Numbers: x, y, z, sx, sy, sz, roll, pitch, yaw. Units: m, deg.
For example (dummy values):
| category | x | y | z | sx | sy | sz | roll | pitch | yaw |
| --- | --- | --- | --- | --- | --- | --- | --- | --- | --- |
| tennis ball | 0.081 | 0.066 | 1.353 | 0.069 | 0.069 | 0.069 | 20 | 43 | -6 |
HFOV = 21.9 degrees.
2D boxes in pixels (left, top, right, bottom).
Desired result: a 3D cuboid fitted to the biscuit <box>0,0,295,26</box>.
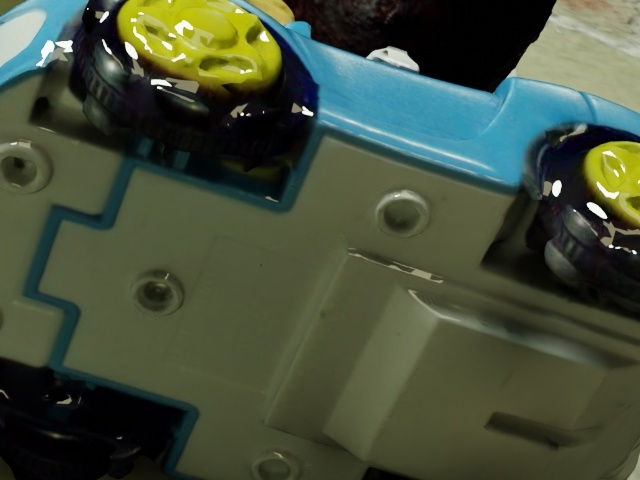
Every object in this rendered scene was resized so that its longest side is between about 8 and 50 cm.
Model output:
| category | x | y | z | sx | sy | sz | roll | pitch | yaw |
| --- | --- | --- | --- | --- | --- | --- | --- | --- | --- |
| biscuit | -0.123 | -0.067 | 0.655 | 0.234 | 0.153 | 0.030 | -14 | 46 | 12 |

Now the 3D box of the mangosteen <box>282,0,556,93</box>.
| category | x | y | z | sx | sy | sz | roll | pitch | yaw |
| --- | --- | --- | --- | --- | --- | --- | --- | --- | --- |
| mangosteen | -0.005 | -0.158 | 0.748 | 0.250 | 0.211 | 0.211 | 36 | 30 | -10 |

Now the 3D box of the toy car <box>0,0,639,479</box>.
| category | x | y | z | sx | sy | sz | roll | pitch | yaw |
| --- | --- | --- | --- | --- | --- | --- | --- | --- | --- |
| toy car | 0.000 | 0.000 | 0.612 | 0.314 | 0.198 | 0.166 | 17 | 35 | -10 |
